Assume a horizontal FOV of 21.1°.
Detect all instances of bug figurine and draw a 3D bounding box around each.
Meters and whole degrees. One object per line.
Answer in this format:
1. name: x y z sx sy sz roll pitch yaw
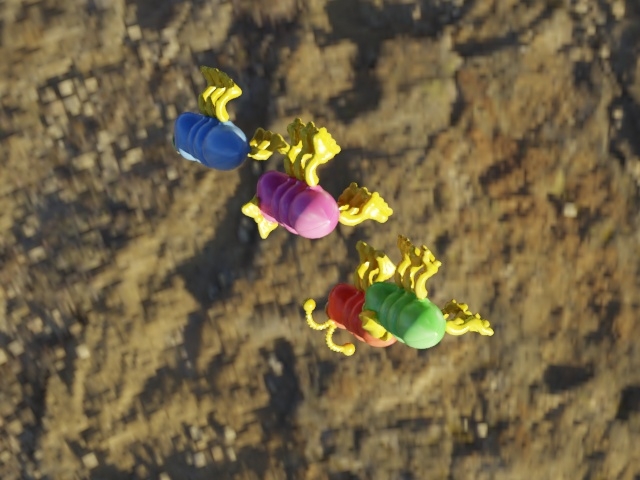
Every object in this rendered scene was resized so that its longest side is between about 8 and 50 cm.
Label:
1. bug figurine: 0.000 0.000 1.247 0.072 0.279 0.216 -47 24 -11
